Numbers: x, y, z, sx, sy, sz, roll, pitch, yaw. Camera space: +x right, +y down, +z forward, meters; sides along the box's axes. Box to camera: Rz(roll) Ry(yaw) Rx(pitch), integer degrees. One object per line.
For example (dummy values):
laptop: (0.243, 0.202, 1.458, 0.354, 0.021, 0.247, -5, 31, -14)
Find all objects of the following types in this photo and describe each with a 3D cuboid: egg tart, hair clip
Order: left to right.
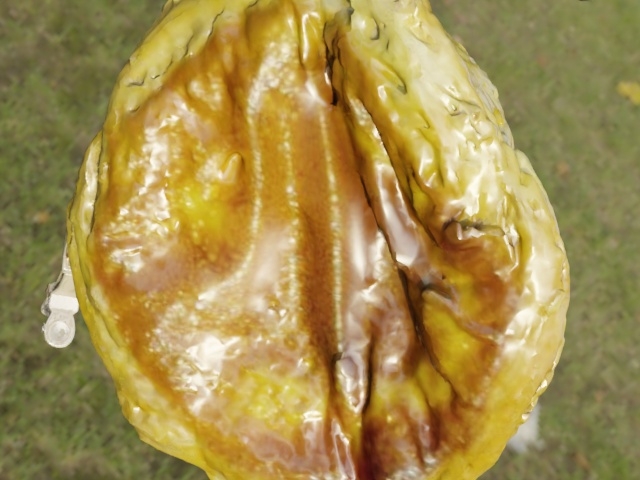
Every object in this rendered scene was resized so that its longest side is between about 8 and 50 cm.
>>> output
hair clip: (-0.245, 0.013, 1.461, 0.034, 0.226, 0.072, 11, 35, -20)
egg tart: (0.000, 0.000, 0.887, 0.351, 0.339, 0.153, 56, 28, 8)
